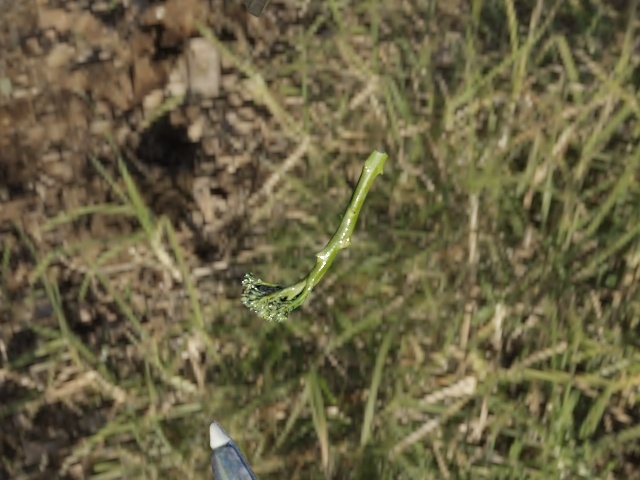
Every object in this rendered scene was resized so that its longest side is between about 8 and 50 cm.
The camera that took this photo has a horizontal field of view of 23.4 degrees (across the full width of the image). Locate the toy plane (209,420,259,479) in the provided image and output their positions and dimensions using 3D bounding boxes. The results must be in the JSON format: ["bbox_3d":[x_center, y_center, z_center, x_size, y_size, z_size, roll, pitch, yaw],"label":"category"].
[{"bbox_3d":[0.003,0.182,0.567,0.160,0.234,0.082,-23,12,24],"label":"toy plane"}]

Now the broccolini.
[{"bbox_3d":[0.003,0.006,1.263,0.054,0.194,0.052,7,44,-49],"label":"broccolini"}]

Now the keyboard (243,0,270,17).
[{"bbox_3d":[0.031,-0.249,0.929,0.016,0.106,0.262,33,71,-3],"label":"keyboard"}]
